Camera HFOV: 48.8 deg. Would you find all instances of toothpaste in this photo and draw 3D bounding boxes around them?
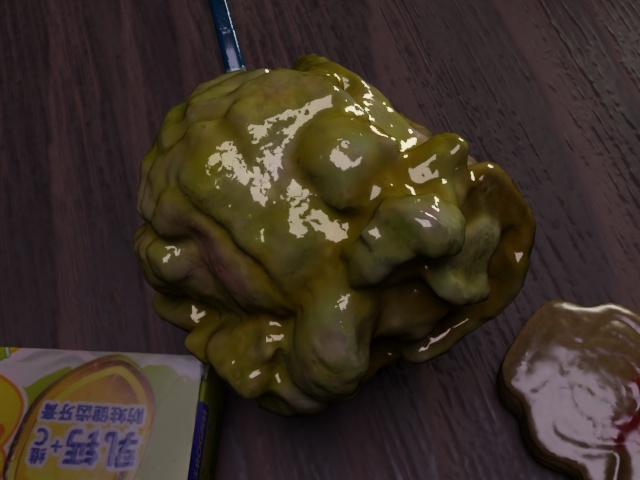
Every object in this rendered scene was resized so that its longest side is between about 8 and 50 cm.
[{"bbox_3d":[-0.231,0.133,0.474,0.328,0.077,0.110,2,61,4],"label":"toothpaste"}]

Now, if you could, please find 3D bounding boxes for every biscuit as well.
[{"bbox_3d":[0.258,0.161,0.449,0.183,0.047,0.319,-27,66,-7],"label":"biscuit"}]

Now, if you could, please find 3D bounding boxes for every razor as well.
[{"bbox_3d":[-0.096,-0.221,0.666,0.068,0.037,0.191,-14,63,-5],"label":"razor"}]

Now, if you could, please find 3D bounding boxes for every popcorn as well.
[{"bbox_3d":[0.000,0.000,0.446,0.259,0.259,0.212,41,108,21],"label":"popcorn"}]
